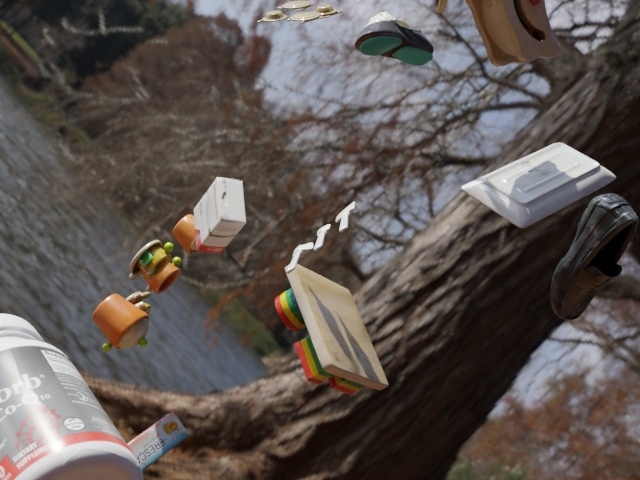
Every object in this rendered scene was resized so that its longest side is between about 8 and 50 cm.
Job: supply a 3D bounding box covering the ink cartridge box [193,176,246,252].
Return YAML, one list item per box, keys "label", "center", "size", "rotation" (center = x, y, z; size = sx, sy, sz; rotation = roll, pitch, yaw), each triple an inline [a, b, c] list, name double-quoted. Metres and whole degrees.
- label: "ink cartridge box"
  center: [-0.198, -0.048, 1.810]
  size: [0.135, 0.056, 0.099]
  rotation: [-44, -134, 52]

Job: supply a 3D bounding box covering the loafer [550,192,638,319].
- label: "loafer"
  center: [0.405, 0.036, 1.372]
  size: [0.078, 0.076, 0.223]
  rotation: [55, -39, 44]

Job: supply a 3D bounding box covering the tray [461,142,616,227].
- label: "tray"
  center: [0.391, -0.111, 1.636]
  size: [0.145, 0.270, 0.030]
  rotation: [37, -42, 36]

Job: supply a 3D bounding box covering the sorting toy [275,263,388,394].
- label: "sorting toy"
  center: [0.012, 0.205, 2.011]
  size: [0.257, 0.089, 0.256]
  rotation: [29, 33, -54]

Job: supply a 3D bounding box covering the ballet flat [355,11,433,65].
- label: "ballet flat"
  center: [0.114, -0.333, 1.510]
  size: [0.074, 0.074, 0.203]
  rotation: [43, 25, 29]

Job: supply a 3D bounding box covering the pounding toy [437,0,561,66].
- label: "pounding toy"
  center: [0.310, -0.431, 1.622]
  size: [0.154, 0.154, 0.270]
  rotation: [1, -57, 54]

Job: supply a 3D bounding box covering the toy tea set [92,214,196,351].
- label: "toy tea set"
  center: [-0.336, 0.101, 1.952]
  size: [0.124, 0.336, 0.200]
  rotation: [41, 18, 10]

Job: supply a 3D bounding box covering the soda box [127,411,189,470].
- label: "soda box"
  center: [-0.356, 0.423, 1.865]
  size: [0.063, 0.183, 0.058]
  rotation: [55, -39, 2]

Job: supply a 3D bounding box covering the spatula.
- label: "spatula"
  center: [0.000, 0.000, 1.723]
  size: [0.019, 0.168, 0.242]
  rotation: [52, 9, -7]

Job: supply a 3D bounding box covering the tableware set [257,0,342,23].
- label: "tableware set"
  center: [-0.044, -0.492, 2.001]
  size: [0.168, 0.141, 0.020]
  rotation: [17, -55, 37]

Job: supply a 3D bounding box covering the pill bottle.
- label: "pill bottle"
  center: [-0.420, 0.273, 1.323]
  size: [0.363, 0.210, 0.210]
  rotation: [40, -11, 42]
